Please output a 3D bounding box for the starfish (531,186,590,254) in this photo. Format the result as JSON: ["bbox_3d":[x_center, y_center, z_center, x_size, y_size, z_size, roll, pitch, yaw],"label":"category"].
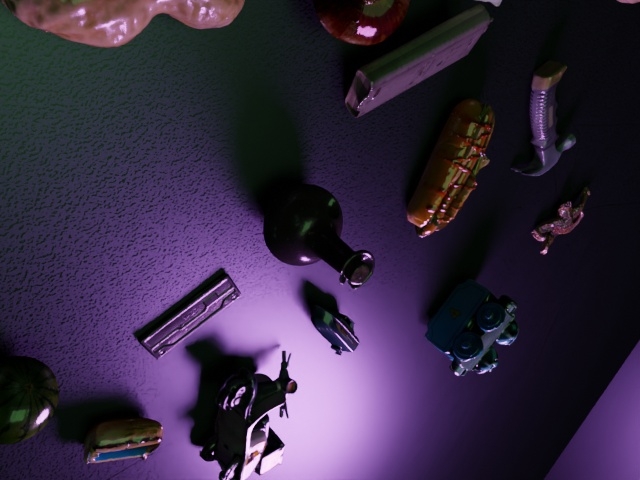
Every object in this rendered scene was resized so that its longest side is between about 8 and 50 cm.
[{"bbox_3d":[0.580,-0.054,1.282,0.210,0.053,0.150,-47,150,-10],"label":"starfish"}]

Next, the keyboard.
[{"bbox_3d":[-0.186,0.110,0.773,0.155,0.010,0.053,-37,135,-14],"label":"keyboard"}]

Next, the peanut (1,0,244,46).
[{"bbox_3d":[-0.169,-0.238,0.487,0.229,0.098,0.103,-21,171,-27],"label":"peanut"}]

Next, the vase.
[{"bbox_3d":[0.000,0.000,0.725,0.120,0.183,0.120,-21,131,-27],"label":"vase"}]

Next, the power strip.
[{"bbox_3d":[0.148,-0.258,0.750,0.267,0.034,0.092,-33,171,-17],"label":"power strip"}]

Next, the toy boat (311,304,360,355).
[{"bbox_3d":[0.020,0.149,0.939,0.060,0.055,0.141,-62,141,-22],"label":"toy boat"}]

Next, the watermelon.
[{"bbox_3d":[-0.361,0.186,0.620,0.108,0.109,0.109,-21,130,-28],"label":"watermelon"}]

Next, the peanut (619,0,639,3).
[{"bbox_3d":[0.531,-0.529,0.854,0.125,0.111,0.275,-33,135,-24],"label":"peanut"}]

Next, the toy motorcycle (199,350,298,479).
[{"bbox_3d":[-0.120,0.309,0.914,0.157,0.091,0.263,-17,130,-41],"label":"toy motorcycle"}]

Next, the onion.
[{"bbox_3d":[0.051,-0.285,0.623,0.117,0.119,0.118,-34,140,16],"label":"onion"}]

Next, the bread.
[{"bbox_3d":[-0.287,0.290,0.787,0.105,0.053,0.072,7,137,-39],"label":"bread"}]

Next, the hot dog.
[{"bbox_3d":[0.228,-0.114,0.916,0.104,0.076,0.250,8,111,-43],"label":"hot dog"}]

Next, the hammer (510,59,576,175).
[{"bbox_3d":[0.433,-0.228,1.031,0.158,0.041,0.227,-38,136,-16],"label":"hammer"}]

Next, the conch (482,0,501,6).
[{"bbox_3d":[0.216,-0.431,0.673,0.143,0.137,0.251,-9,107,-4],"label":"conch"}]

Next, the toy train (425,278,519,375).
[{"bbox_3d":[0.322,0.186,1.144,0.198,0.154,0.107,-52,134,1],"label":"toy train"}]
